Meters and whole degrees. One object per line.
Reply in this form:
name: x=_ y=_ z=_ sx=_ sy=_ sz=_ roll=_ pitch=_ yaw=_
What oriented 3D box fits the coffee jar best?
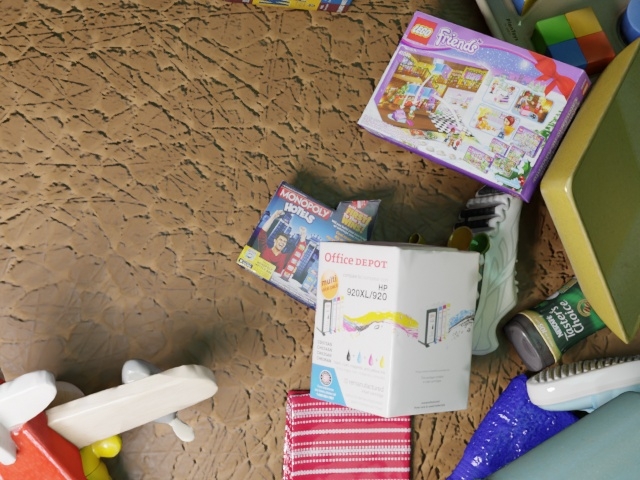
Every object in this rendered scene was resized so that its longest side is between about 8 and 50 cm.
coffee jar: x=0.382 y=0.124 z=1.569 sx=0.184 sy=0.079 sz=0.096 roll=-33 pitch=90 yaw=-9

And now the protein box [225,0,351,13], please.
protein box: x=-0.042 y=-0.475 z=1.538 sx=0.199 sy=0.136 sz=0.201 roll=4 pitch=84 yaw=-8

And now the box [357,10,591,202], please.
box: x=0.226 y=-0.205 z=1.503 sx=0.293 sy=0.057 sz=0.201 roll=28 pitch=90 yaw=29

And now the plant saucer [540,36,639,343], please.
plant saucer: x=0.434 y=-0.075 z=1.484 sx=0.333 sy=0.081 sz=0.333 roll=-56 pitch=133 yaw=-31

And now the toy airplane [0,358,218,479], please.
toy airplane: x=-0.379 y=0.274 z=1.357 sx=0.386 sy=0.272 sz=0.384 roll=18 pitch=115 yaw=-19

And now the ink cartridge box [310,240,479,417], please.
ink cartridge box: x=0.105 y=0.120 z=1.442 sx=0.168 sy=0.171 sz=0.233 roll=3 pitch=91 yaw=-40

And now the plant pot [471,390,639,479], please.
plant pot: x=0.367 y=0.397 z=1.348 sx=0.334 sy=0.341 sz=0.341 roll=-34 pitch=90 yaw=-11

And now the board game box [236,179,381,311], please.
board game box: x=0.000 y=0.000 z=1.538 sx=0.194 sy=0.060 sz=0.194 roll=30 pitch=81 yaw=-4

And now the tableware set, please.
tableware set: x=0.189 y=0.021 z=1.523 sx=0.024 sy=0.154 sz=0.104 roll=29 pitch=82 yaw=-37

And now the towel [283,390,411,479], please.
towel: x=0.041 y=0.369 z=1.525 sx=0.198 sy=0.031 sz=0.275 roll=2 pitch=84 yaw=-8

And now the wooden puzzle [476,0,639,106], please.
wooden puzzle: x=0.428 y=-0.379 z=1.576 sx=0.347 sy=0.080 sz=0.322 roll=-16 pitch=68 yaw=-10

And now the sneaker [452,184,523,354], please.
sneaker: x=0.260 y=0.039 z=1.558 sx=0.118 sy=0.110 sz=0.292 roll=24 pitch=82 yaw=-21

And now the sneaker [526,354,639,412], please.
sneaker: x=0.489 y=0.251 z=1.526 sx=0.365 sy=0.135 sz=0.150 roll=-4 pitch=84 yaw=-17

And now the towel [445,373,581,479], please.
towel: x=0.312 y=0.390 z=1.536 sx=0.227 sy=0.076 sz=0.308 roll=35 pitch=81 yaw=-4

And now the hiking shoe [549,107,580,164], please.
hiking shoe: x=0.417 y=-0.211 z=1.601 sx=0.114 sy=0.086 sz=0.227 roll=25 pitch=81 yaw=-1
